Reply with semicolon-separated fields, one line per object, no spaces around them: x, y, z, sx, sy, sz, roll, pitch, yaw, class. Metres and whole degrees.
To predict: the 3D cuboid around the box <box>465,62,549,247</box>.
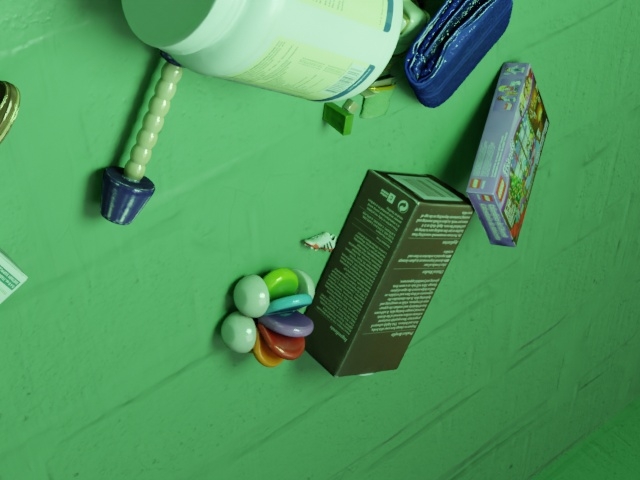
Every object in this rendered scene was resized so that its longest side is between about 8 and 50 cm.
0.361;-0.162;2.039;0.201;0.057;0.293;53;50;-53;box

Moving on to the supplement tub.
-0.072;-0.318;1.403;0.325;0.235;0.235;6;116;-49;supplement tub

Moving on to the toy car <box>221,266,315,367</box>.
-0.074;0.140;1.882;0.159;0.136;0.182;-5;124;-44;toy car

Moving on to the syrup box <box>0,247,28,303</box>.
-0.515;0.087;1.404;0.237;0.096;0.093;-45;144;-10;syrup box

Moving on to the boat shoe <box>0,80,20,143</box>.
-0.442;-0.128;1.321;0.178;0.064;0.060;-48;146;1;boat shoe

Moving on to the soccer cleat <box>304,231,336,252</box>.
0.000;0.000;1.934;0.083;0.029;0.035;10;104;-54;soccer cleat

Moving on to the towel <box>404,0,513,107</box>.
0.221;-0.331;1.756;0.227;0.076;0.308;-49;172;6;towel

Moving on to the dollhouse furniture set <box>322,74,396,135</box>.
0.081;-0.223;1.797;0.152;0.058;0.076;-19;134;-36;dollhouse furniture set

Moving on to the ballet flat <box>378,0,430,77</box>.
0.134;-0.392;1.660;0.123;0.123;0.348;-12;129;-41;ballet flat

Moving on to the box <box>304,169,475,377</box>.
0.121;0.063;2.024;0.191;0.143;0.381;1;118;-48;box

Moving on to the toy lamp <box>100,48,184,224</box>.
-0.243;-0.151;1.505;0.080;0.080;0.274;4;115;-48;toy lamp
